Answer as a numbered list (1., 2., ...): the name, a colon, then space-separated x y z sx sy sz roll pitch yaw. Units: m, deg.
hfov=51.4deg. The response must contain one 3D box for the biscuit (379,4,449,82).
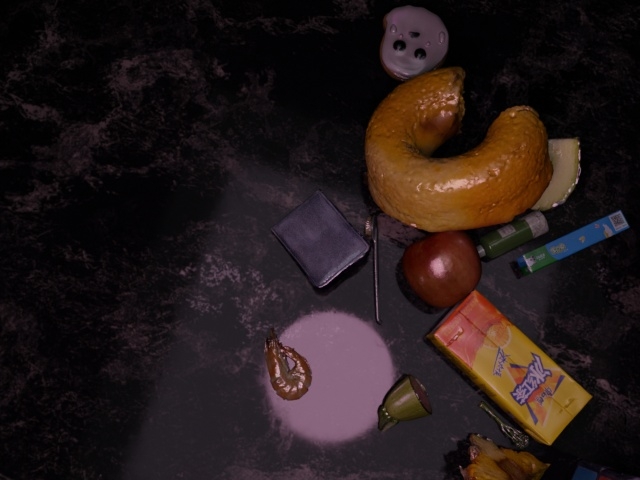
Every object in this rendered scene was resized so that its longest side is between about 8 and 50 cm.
1. biscuit: 0.242 -0.510 1.717 0.181 0.049 0.208 11 78 4

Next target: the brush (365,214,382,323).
1. brush: 0.130 0.069 1.610 0.027 0.062 0.266 -4 83 16

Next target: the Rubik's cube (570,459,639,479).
1. Rubik's cube: 0.661 0.671 1.349 0.313 0.316 0.318 26 80 7

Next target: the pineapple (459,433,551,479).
1. pineapple: 0.367 0.534 1.488 0.164 0.249 0.140 33 116 37

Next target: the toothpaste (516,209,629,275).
1. toothpaste: 0.607 0.006 1.603 0.266 0.065 0.050 -24 83 -4

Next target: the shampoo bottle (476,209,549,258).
1. shampoo bottle: 0.447 -0.005 1.611 0.204 0.065 0.065 -26 80 -3

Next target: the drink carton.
1. drink carton: 0.427 0.290 1.531 0.351 0.111 0.154 43 84 7

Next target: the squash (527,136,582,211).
1. squash: 0.536 -0.167 1.641 0.191 0.085 0.184 -1 108 6

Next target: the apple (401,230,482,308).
1. apple: 0.284 0.057 1.545 0.181 0.181 0.168 -39 89 -6

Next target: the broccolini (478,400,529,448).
1. broccolini: 0.427 0.424 1.541 0.140 0.030 0.035 45 127 13

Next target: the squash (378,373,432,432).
1. squash: 0.179 0.383 1.538 0.132 0.105 0.105 -33 80 14

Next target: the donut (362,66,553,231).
1. donut: 0.286 -0.208 1.522 0.377 0.163 0.435 -42 56 -10

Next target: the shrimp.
1. shrimp: -0.083 0.290 1.575 0.099 0.041 0.180 -21 79 -4

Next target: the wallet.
1. wallet: 0.001 0.001 1.607 0.167 0.036 0.222 -40 66 -2
